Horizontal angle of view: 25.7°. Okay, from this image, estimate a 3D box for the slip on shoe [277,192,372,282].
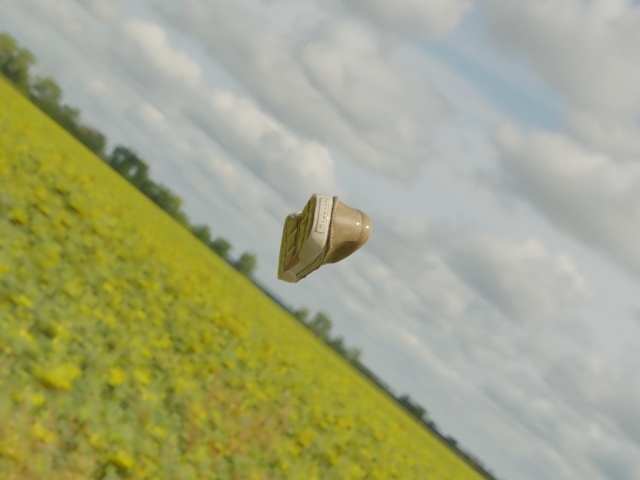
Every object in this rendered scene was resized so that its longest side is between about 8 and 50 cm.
[{"bbox_3d":[0.000,0.000,0.957,0.041,0.051,0.135,10,-18,-11],"label":"slip on shoe"}]
